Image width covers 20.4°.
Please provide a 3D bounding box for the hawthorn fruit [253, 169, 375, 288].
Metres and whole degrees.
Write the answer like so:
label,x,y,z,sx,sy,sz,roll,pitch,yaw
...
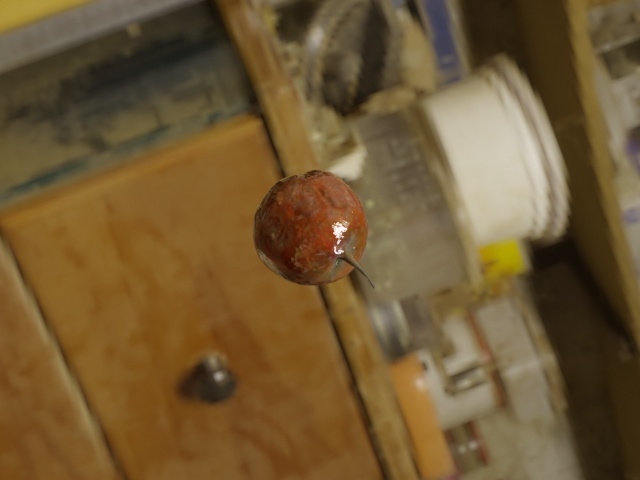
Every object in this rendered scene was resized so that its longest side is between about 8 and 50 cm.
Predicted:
label,x,y,z,sx,sy,sz,roll,pitch,yaw
hawthorn fruit,-0.004,-0.016,2.200,0.189,0.149,0.149,2,-66,64
